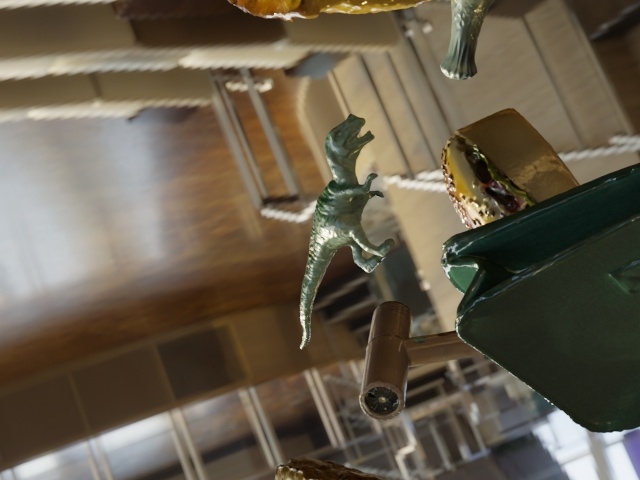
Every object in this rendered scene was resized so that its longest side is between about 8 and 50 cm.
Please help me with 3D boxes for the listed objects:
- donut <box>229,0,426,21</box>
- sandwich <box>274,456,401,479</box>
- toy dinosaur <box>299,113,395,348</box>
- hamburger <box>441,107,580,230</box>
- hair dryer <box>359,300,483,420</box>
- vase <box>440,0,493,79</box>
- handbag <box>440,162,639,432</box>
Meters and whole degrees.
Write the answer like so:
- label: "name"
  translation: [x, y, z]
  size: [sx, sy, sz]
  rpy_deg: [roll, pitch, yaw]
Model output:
- label: "donut"
  translation: [0.038, -0.393, 0.940]
  size: [0.163, 0.378, 0.435]
  rpy_deg: [0, 137, -33]
- label: "sandwich"
  translation: [0.038, 0.453, 1.562]
  size: [0.131, 0.325, 0.262]
  rpy_deg: [13, 174, -42]
- label: "toy dinosaur"
  translation: [0.041, 0.022, 1.665]
  size: [0.076, 0.129, 0.383]
  rpy_deg: [-28, 136, -52]
- label: "hamburger"
  translation: [0.305, -0.064, 1.940]
  size: [0.176, 0.300, 0.300]
  rpy_deg: [-37, 165, 7]
- label: "hair dryer"
  translation: [0.161, 0.136, 1.450]
  size: [0.220, 0.054, 0.195]
  rpy_deg: [-1, -155, 9]
- label: "vase"
  translation: [0.241, -0.345, 2.073]
  size: [0.081, 0.081, 0.149]
  rpy_deg: [-12, 121, -37]
- label: "handbag"
  translation: [0.288, 0.071, 1.200]
  size: [0.238, 0.089, 0.326]
  rpy_deg: [-27, 136, 27]
